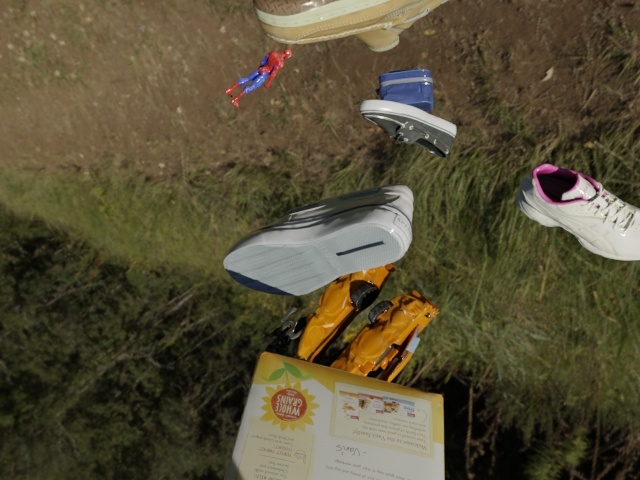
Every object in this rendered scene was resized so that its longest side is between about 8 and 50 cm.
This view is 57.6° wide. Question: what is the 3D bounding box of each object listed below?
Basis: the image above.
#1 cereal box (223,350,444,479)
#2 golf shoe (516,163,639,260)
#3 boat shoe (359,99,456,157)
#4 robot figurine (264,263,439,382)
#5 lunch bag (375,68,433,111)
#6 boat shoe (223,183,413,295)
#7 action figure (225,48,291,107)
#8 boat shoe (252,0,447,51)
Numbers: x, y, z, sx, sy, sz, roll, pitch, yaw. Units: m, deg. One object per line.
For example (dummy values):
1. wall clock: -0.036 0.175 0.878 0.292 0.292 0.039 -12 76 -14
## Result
1. cereal box: 0.007 0.209 0.442 0.172 0.240 0.047 15 132 -2
2. golf shoe: 0.529 -0.056 1.131 0.306 0.115 0.140 26 168 22
3. boat shoe: 0.105 -0.131 0.688 0.049 0.142 0.040 8 88 59
4. robot figurine: 0.036 0.167 0.897 0.211 0.291 0.085 47 -169 34
5. lunch bag: 0.141 -0.253 0.981 0.098 0.067 0.065 -2 87 14
6. boat shoe: 0.000 0.000 0.605 0.226 0.076 0.083 -10 127 34
7. action figure: -0.090 -0.249 0.878 0.038 0.115 0.030 59 -167 28
8. boat shoe: 0.038 -0.151 0.367 0.068 0.190 0.072 40 147 28
